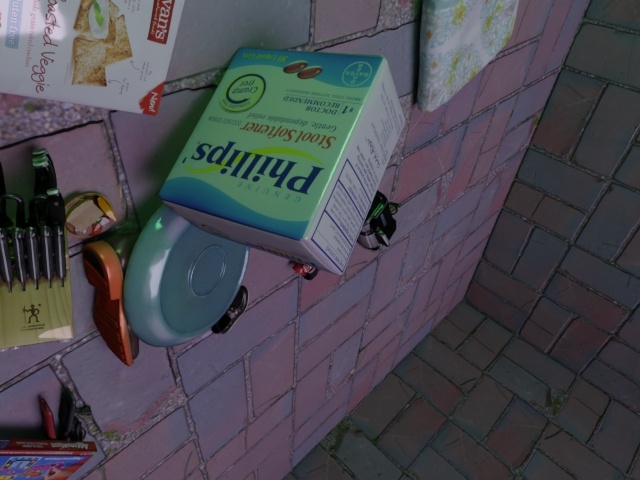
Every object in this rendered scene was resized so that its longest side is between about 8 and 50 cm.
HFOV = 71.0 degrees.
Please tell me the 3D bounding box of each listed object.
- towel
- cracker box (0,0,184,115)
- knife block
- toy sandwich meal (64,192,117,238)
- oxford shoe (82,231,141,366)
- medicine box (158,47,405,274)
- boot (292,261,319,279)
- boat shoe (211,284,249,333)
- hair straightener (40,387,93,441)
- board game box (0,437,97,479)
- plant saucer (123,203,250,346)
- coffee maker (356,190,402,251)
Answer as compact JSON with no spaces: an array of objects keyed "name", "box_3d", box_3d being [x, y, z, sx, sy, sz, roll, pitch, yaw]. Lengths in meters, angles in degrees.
[{"name":"towel","box_3d":[0.379,-0.548,1.129,0.374,0.090,0.320,-44,148,-19]},{"name":"cracker box","box_3d":[-0.283,-0.238,0.503,0.232,0.067,0.155,-9,128,-53]},{"name":"knife block","box_3d":[-0.388,0.021,0.601,0.088,0.242,0.276,-3,170,-30]},{"name":"toy sandwich meal","box_3d":[-0.343,-0.034,0.665,0.086,0.029,0.085,-36,146,-30]},{"name":"oxford shoe","box_3d":[-0.327,0.109,0.774,0.098,0.097,0.271,-32,144,-45]},{"name":"medicine box","box_3d":[-0.050,-0.129,0.690,0.289,0.264,0.149,-66,152,-15]},{"name":"boot","box_3d":[0.000,0.000,1.149,0.176,0.088,0.244,-36,149,-27]},{"name":"boat shoe","box_3d":[-0.209,0.163,1.044,0.133,0.049,0.042,-58,159,14]},{"name":"hair straightener","box_3d":[-0.477,0.363,0.861,0.089,0.047,0.230,-22,137,-44]},{"name":"board game box","box_3d":[-0.548,0.396,0.766,0.145,0.027,0.281,-41,146,2]},{"name":"plant saucer","box_3d":[-0.220,0.052,0.828,0.317,0.044,0.317,-48,147,-46]},{"name":"coffee maker","box_3d":[0.148,-0.078,1.275,0.178,0.120,0.171,56,48,-60]}]
